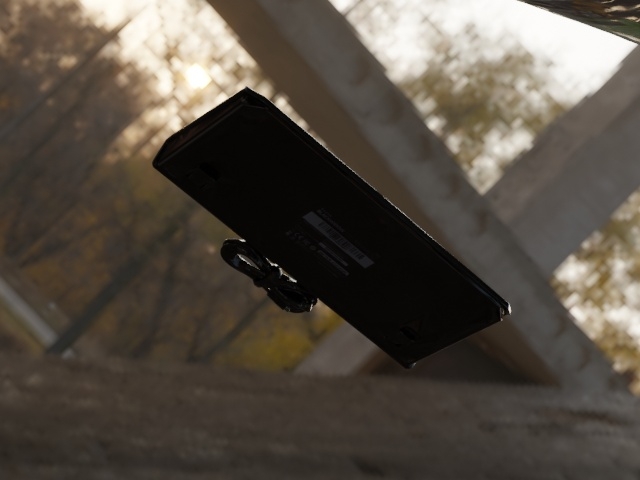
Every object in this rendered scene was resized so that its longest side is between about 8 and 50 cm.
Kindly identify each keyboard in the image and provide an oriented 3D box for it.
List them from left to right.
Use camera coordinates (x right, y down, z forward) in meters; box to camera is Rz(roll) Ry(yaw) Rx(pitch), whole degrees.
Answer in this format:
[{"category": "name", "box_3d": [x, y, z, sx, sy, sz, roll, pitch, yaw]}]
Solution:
[{"category": "keyboard", "box_3d": [0.000, 0.000, 0.796, 0.180, 0.023, 0.108, 40, -46, -21]}]

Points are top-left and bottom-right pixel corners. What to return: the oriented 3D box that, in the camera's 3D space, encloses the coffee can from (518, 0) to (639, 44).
[{"category": "coffee can", "box_3d": [0.160, -0.174, 0.643, 0.201, 0.201, 0.275, 42, 21, 30]}]
